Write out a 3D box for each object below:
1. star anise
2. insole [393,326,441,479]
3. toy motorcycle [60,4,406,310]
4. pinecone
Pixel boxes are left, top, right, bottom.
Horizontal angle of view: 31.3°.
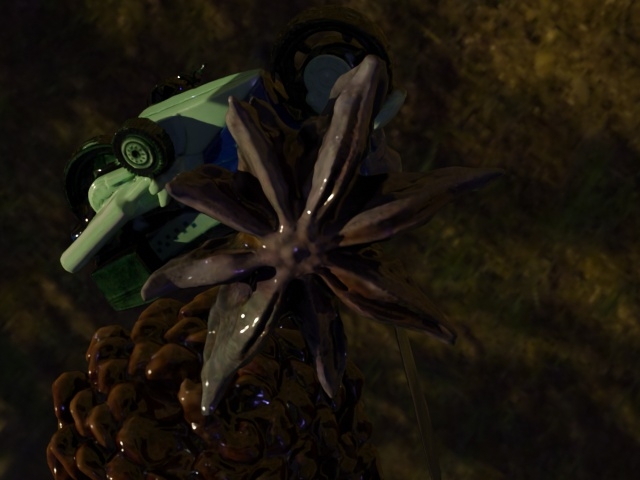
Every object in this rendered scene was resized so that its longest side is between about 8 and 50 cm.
[{"bbox_3d":[0.000,0.000,0.603,0.181,0.204,0.061,5,-160,-5],"label":"star anise"},{"bbox_3d":[0.107,0.174,1.242,0.007,0.109,0.322,-10,125,8],"label":"insole"},{"bbox_3d":[-0.063,-0.053,0.950,0.331,0.125,0.196,-26,111,23],"label":"toy motorcycle"},{"bbox_3d":[-0.122,0.273,1.338,0.398,0.398,0.398,33,159,15],"label":"pinecone"}]
